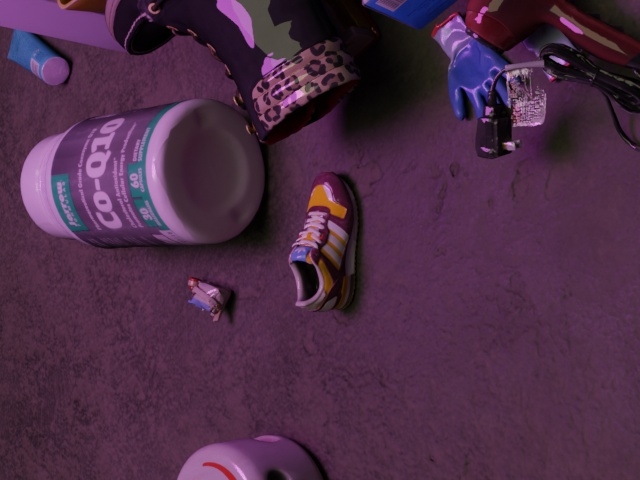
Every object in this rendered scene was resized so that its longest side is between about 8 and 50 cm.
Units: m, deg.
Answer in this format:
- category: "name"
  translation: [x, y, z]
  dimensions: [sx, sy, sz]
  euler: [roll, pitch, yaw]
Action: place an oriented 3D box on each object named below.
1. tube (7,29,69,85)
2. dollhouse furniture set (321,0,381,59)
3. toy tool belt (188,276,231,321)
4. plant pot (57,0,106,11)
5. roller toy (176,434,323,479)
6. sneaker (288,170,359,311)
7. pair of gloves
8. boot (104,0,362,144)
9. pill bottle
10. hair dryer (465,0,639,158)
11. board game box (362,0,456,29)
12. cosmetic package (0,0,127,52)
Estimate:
- category: "tube"
  translation: [-0.524, -0.339, 1.843]
  dimensions: [0.207, 0.052, 0.080]
  euler: [36, 108, 43]
- category: "dollhouse furniture set"
  translation: [0.004, -0.435, 1.307]
  dimensions: [0.201, 0.152, 0.374]
  euler: [-37, 82, 36]
- category: "toy tool belt"
  translation: [-0.172, 0.088, 1.496]
  dimensions: [0.083, 0.052, 0.051]
  euler: [16, 92, 43]
- category: "plant pot"
  translation: [-0.262, -0.458, 1.493]
  dimensions: [0.212, 0.187, 0.212]
  euler: [-22, 75, 34]
- category: "roller toy"
  translation: [-0.101, 0.360, 1.357]
  dimensions: [0.209, 0.146, 0.191]
  euler: [37, 113, 38]
- category: "sneaker"
  translation: [0.000, 0.000, 1.314]
  dimensions: [0.070, 0.084, 0.185]
  euler: [-8, 84, 43]
- category: "pair of gloves"
  translation: [0.212, -0.229, 1.163]
  dimensions: [0.198, 0.023, 0.159]
  euler: [-40, 63, 36]
- category: "boot"
  translation: [-0.118, -0.253, 1.289]
  dimensions: [0.377, 0.138, 0.284]
  euler: [-30, 88, 47]
- category: "pill bottle"
  translation: [-0.272, -0.090, 1.491]
  dimensions: [0.361, 0.204, 0.204]
  euler: [-3, 87, 43]
- category: "hair dryer"
  translation: [0.265, -0.232, 1.079]
  dimensions: [0.224, 0.080, 0.293]
  euler: [-4, 93, 20]
- category: "board game box"
  translation: [0.163, -0.438, 1.089]
  dimensions: [0.308, 0.086, 0.301]
  euler: [-32, 50, 46]
- category: "cosmetic package"
  translation: [-0.436, -0.456, 1.533]
  dimensions: [0.097, 0.377, 0.284]
  euler: [-29, 69, 37]
